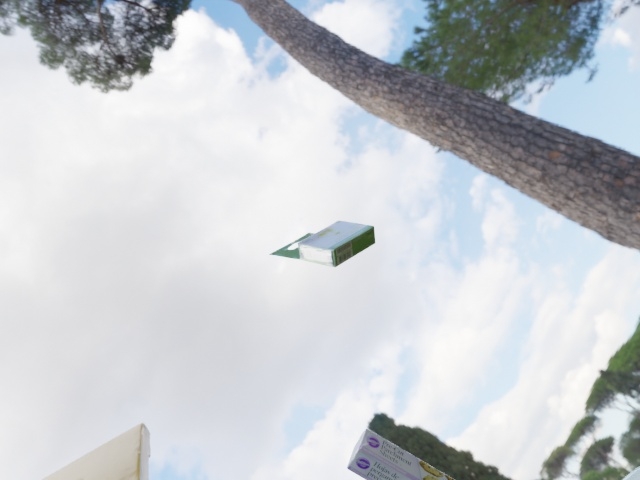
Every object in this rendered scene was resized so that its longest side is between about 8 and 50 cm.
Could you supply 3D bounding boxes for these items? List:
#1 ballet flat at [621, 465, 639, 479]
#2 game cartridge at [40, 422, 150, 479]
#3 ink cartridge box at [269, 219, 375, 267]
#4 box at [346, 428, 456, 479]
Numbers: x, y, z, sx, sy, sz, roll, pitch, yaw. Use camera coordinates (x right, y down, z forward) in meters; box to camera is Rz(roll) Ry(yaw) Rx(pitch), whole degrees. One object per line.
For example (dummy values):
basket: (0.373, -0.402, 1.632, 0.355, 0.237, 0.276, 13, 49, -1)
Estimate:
ballet flat: (0.534, 0.588, 1.064, 0.139, 0.139, 0.400, 13, -61, -51)
game cartridge: (-0.485, 0.518, 1.160, 0.285, 0.324, 0.052, -28, -81, -13)
ink cartridge box: (0.000, 0.000, 1.466, 0.171, 0.235, 0.056, -29, -60, -42)
box: (0.210, 0.486, 1.101, 0.063, 0.324, 0.067, -64, -8, 27)
